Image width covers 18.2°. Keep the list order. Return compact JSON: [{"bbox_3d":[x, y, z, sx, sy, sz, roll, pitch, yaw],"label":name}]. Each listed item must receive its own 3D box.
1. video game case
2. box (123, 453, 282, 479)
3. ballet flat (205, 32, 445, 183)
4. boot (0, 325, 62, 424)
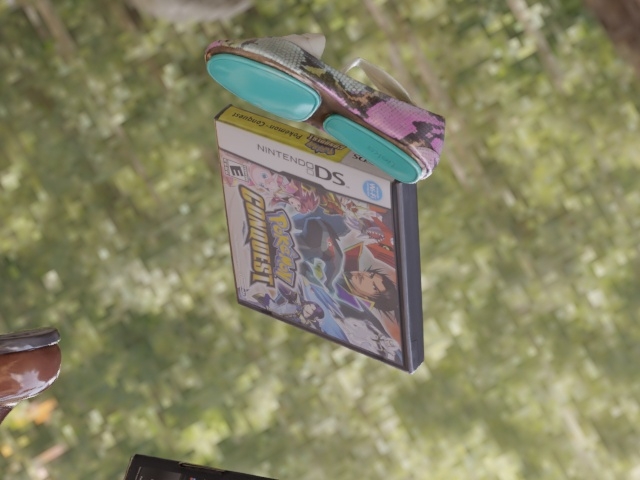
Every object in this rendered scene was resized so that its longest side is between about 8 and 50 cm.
[{"bbox_3d":[0.000,0.000,2.224,0.248,0.275,0.035,21,-135,29],"label":"video game case"},{"bbox_3d":[-0.086,0.366,1.874,0.293,0.295,0.073,7,157,26],"label":"box"},{"bbox_3d":[0.008,-0.128,1.693,0.077,0.221,0.079,-42,-157,62],"label":"ballet flat"},{"bbox_3d":[-0.210,0.211,1.211,0.264,0.280,0.096,-28,168,30],"label":"boot"}]
